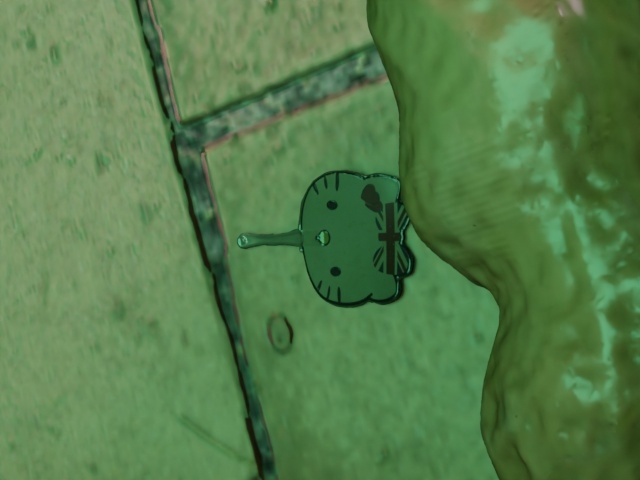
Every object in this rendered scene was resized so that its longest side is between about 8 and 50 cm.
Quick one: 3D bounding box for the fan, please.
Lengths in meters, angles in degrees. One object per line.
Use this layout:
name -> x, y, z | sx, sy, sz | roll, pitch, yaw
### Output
fan -> 0.000, 0.000, 0.475 | 0.083, 0.004, 0.056 | -3, 90, 32

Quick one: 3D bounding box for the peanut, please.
peanut -> 0.079, -0.006, 0.381 | 0.104, 0.085, 0.228 | -22, 81, 40
